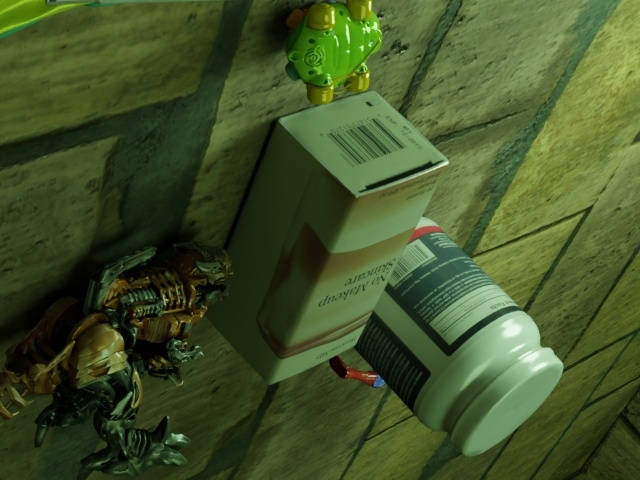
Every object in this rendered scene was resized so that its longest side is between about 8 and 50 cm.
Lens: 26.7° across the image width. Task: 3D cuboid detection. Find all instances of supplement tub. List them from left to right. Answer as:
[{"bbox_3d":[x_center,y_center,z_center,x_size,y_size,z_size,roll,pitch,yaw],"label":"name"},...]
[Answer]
[{"bbox_3d":[0.154,0.119,1.715,0.191,0.272,0.191,-34,154,-19],"label":"supplement tub"}]

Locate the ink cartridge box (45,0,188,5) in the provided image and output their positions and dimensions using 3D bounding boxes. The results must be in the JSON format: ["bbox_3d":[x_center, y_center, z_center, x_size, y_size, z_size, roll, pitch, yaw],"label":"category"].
[{"bbox_3d":[-0.077,-0.251,0.942,0.333,0.065,0.165,-13,112,-49],"label":"ink cartridge box"}]

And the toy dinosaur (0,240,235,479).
[{"bbox_3d":[-0.227,0.114,1.344,0.322,0.164,0.218,-14,132,-16],"label":"toy dinosaur"}]

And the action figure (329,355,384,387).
[{"bbox_3d":[0.124,0.169,1.996,0.280,0.139,0.091,24,116,-40],"label":"action figure"}]

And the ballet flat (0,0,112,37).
[{"bbox_3d":[-0.188,-0.194,0.941,0.231,0.077,0.077,-26,137,-30],"label":"ballet flat"}]

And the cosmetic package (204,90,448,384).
[{"bbox_3d":[0.000,0.000,1.464,0.153,0.129,0.296,-23,149,-39],"label":"cosmetic package"}]

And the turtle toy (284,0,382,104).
[{"bbox_3d":[0.013,-0.186,1.257,0.130,0.066,0.095,-23,126,-41],"label":"turtle toy"}]
